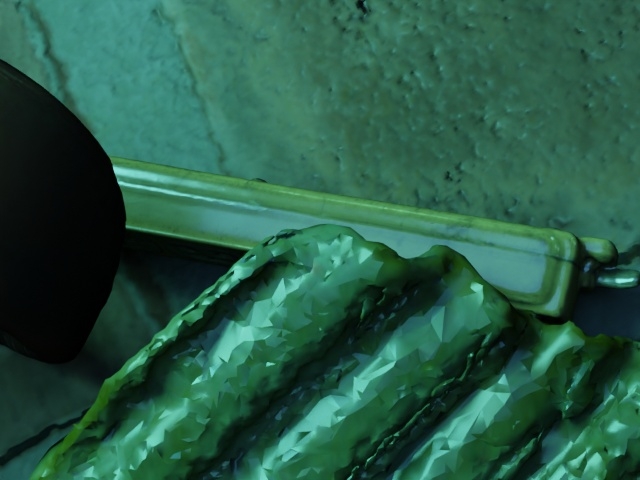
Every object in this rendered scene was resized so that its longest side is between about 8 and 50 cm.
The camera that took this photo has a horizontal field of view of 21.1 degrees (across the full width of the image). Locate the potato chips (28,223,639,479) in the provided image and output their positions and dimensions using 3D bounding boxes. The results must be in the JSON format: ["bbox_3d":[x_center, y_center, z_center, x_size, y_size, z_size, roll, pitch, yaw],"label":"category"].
[{"bbox_3d":[0.014,0.210,0.752,0.358,0.070,0.429,41,89,3],"label":"potato chips"}]

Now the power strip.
[{"bbox_3d":[0.000,0.000,0.825,0.305,0.064,0.044,9,79,11],"label":"power strip"}]

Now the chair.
[{"bbox_3d":[-0.248,0.105,0.754,0.227,0.226,0.401,23,80,13],"label":"chair"}]
